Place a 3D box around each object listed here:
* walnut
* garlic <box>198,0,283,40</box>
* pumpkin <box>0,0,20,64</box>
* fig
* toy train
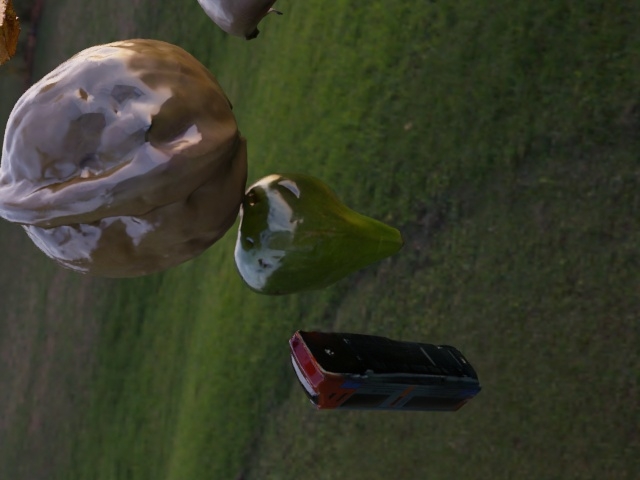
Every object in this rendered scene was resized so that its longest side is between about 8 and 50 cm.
[{"bbox_3d":[-0.295,-0.114,1.558,0.383,0.383,0.384,-175,90,-69],"label":"walnut"},{"bbox_3d":[-0.104,-0.405,1.629,0.151,0.196,0.338,55,159,12],"label":"garlic"},{"bbox_3d":[-0.474,-0.307,1.486,0.074,0.053,0.083,90,177,-53],"label":"pumpkin"},{"bbox_3d":[0.000,0.000,1.649,0.206,0.274,0.206,-172,90,-89],"label":"fig"},{"bbox_3d":[0.086,0.189,1.412,0.089,0.409,0.086,-47,58,22],"label":"toy train"}]
